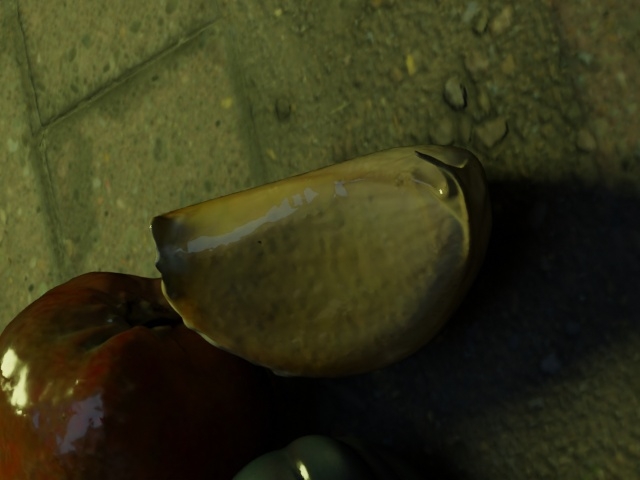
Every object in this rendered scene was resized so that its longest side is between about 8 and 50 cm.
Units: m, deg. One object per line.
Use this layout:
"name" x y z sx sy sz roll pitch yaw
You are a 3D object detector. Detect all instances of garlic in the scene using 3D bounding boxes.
"garlic" 0.013 0.003 0.875 0.244 0.164 0.146 -17 60 34

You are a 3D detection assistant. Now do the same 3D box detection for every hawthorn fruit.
"hawthorn fruit" -0.141 0.156 0.989 0.210 0.210 0.262 31 123 38

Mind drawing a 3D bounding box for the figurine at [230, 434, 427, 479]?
"figurine" 0.022 0.254 0.855 0.197 0.175 0.265 -27 63 42
